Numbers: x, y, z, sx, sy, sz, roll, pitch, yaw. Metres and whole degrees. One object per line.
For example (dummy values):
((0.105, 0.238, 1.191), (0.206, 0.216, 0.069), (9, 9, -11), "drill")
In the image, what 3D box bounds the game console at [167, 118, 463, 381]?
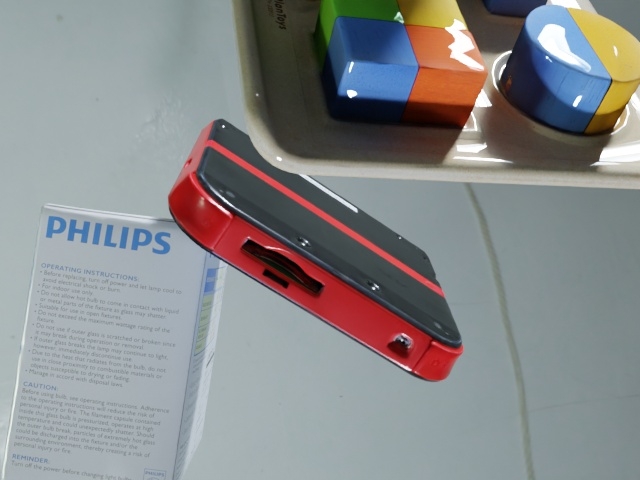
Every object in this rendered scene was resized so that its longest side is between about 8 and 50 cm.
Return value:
((0.000, 0.000, 0.970), (0.387, 0.342, 0.060), (33, 106, -14), "game console")

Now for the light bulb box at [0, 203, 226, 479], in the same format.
((-0.273, 0.143, 1.128), (0.225, 0.358, 0.360), (8, 89, -2), "light bulb box")

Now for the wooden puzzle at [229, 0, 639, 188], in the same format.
((0.104, -0.173, 0.584), (0.348, 0.080, 0.322), (5, 47, -17), "wooden puzzle")
